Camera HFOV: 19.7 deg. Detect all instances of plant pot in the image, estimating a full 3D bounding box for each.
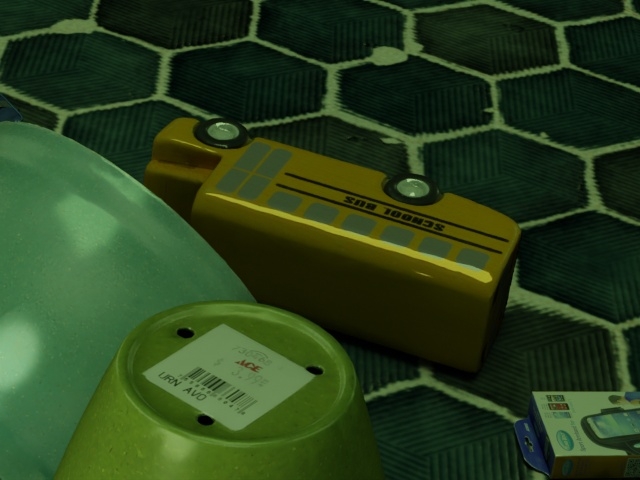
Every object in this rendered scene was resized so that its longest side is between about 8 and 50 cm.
[{"bbox_3d":[-0.062,0.194,1.103,0.275,0.293,0.275,6,34,-4],"label":"plant pot"},{"bbox_3d":[-0.193,0.091,1.282,0.293,0.293,0.196,28,63,28],"label":"plant pot"}]

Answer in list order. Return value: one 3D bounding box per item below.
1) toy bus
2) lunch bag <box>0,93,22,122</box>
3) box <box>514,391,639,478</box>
[{"bbox_3d":[0.000,0.000,1.581,0.333,0.108,0.130,17,36,13],"label":"toy bus"},{"bbox_3d":[-0.327,-0.098,1.699,0.098,0.065,0.067,-18,41,-34],"label":"lunch bag"},{"bbox_3d":[0.225,0.154,1.465,0.136,0.028,0.081,2,34,-11],"label":"box"}]
